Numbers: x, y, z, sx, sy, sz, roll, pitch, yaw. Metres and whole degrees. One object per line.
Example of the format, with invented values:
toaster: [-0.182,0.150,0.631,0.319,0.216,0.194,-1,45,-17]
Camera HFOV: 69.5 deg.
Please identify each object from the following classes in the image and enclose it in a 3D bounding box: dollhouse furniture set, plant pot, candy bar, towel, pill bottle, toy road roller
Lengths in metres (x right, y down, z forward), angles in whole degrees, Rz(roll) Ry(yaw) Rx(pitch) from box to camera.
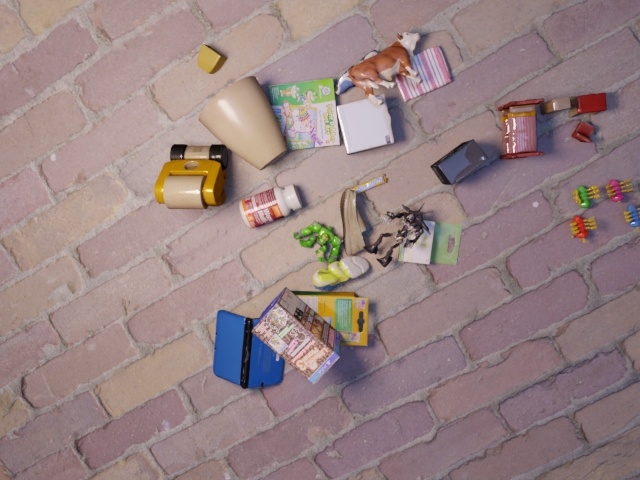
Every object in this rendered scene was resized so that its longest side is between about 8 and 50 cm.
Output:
dollhouse furniture set: [0.848,-0.416,1.668,0.374,0.152,0.201,-7,98,4]
plant pot: [-0.414,-0.674,1.730,0.081,0.081,0.083,35,108,-3]
candy bar: [0.182,-0.214,1.797,0.162,0.018,0.040,-23,97,6]
towel: [0.375,-0.621,1.726,0.197,0.029,0.144,-22,96,8]
plant pot: [-0.252,-0.401,1.673,0.256,0.256,0.274,-37,97,7]
pill bottle: [-0.190,-0.135,1.774,0.221,0.121,0.121,-20,97,6]
toy road roller: [-0.446,-0.193,1.693,0.203,0.329,0.240,1,134,4]

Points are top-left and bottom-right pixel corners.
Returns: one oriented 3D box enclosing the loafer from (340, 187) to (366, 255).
loafer: [0.130,-0.074,1.783,0.092,0.102,0.268,-6,111,-6]

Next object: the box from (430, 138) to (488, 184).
box: [0.506,-0.287,1.701,0.156,0.158,0.093,-37,95,6]

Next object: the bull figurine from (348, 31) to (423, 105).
bull figurine: [0.252,-0.616,1.636,0.310,0.101,0.188,-34,71,-11]

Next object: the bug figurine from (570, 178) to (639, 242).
bug figurine: [1.071,-0.117,1.743,0.279,0.072,0.216,-12,91,9]

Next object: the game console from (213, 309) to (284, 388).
game console: [-0.293,0.439,1.910,0.250,0.173,0.293,1,100,-29]

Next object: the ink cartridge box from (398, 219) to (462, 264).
ink cartridge box: [0.430,0.007,1.801,0.235,0.056,0.171,7,98,4]

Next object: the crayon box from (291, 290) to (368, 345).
crayon box: [0.027,0.311,1.848,0.323,0.083,0.203,1,98,3]

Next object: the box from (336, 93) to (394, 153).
box: [0.166,-0.427,1.716,0.182,0.119,0.180,-13,97,4]

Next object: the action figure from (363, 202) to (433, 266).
action figure: [0.294,-0.028,1.712,0.164,0.141,0.275,48,109,19]

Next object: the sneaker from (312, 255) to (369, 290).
sneaker: [0.072,0.134,1.828,0.240,0.126,0.091,-13,68,-21]

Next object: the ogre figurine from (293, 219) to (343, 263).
ogre figurine: [0.000,0.000,1.803,0.197,0.097,0.118,43,116,11]

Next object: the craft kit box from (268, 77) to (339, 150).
craft kit box: [-0.060,-0.472,1.754,0.247,0.061,0.249,-7,98,1]

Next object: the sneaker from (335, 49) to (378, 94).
sneaker: [0.145,-0.610,1.710,0.211,0.080,0.081,-38,93,8]

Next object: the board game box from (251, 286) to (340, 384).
board game box: [-0.080,0.340,1.699,0.291,0.232,0.141,41,99,-3]
